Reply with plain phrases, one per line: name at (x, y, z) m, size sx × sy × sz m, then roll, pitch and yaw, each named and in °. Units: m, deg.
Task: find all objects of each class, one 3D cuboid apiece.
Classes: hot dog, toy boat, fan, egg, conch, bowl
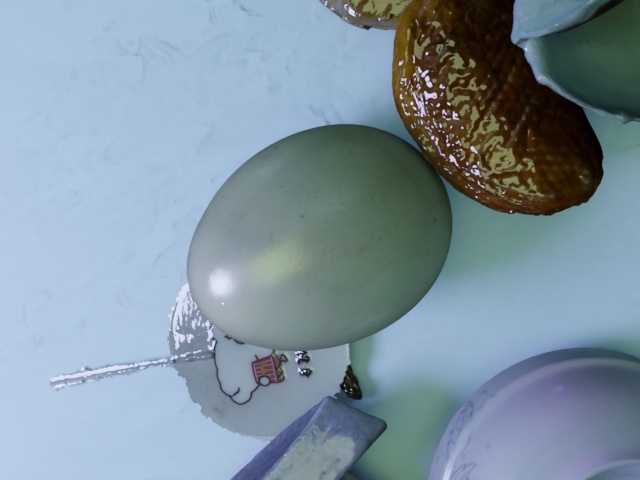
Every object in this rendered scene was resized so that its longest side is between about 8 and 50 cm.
hot dog at (0.154, -0.120, 0.914) m, size 0.227 × 0.160 × 0.099 m, roll 62°, pitch 147°, yaw 9°
toy boat at (0.002, 0.313, 1.033) m, size 0.276 × 0.111 × 0.293 m, roll -31°, pitch 101°, yaw 18°
fan at (-0.128, 0.119, 1.059) m, size 0.329 × 0.009 × 0.191 m, roll -9°, pitch 98°, yaw 15°
egg at (0.000, 0.000, 0.922) m, size 0.188 × 0.253 × 0.189 m, roll 33°, pitch 137°, yaw 37°
conch at (0.327, -0.253, 0.848) m, size 0.368 × 0.197 × 0.249 m, roll -18°, pitch 104°, yaw 19°
bowl at (0.245, 0.245, 0.927) m, size 0.287 × 0.144 × 0.287 m, roll 0°, pitch 94°, yaw -6°

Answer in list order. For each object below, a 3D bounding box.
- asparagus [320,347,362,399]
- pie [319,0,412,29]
asparagus at (-0.012, 0.044, 1.035) m, size 0.024 × 0.025 × 0.248 m, roll -22°, pitch 95°, yaw -18°
pie at (0.070, -0.281, 0.964) m, size 0.195 × 0.046 × 0.195 m, roll 1°, pitch 99°, yaw 8°
